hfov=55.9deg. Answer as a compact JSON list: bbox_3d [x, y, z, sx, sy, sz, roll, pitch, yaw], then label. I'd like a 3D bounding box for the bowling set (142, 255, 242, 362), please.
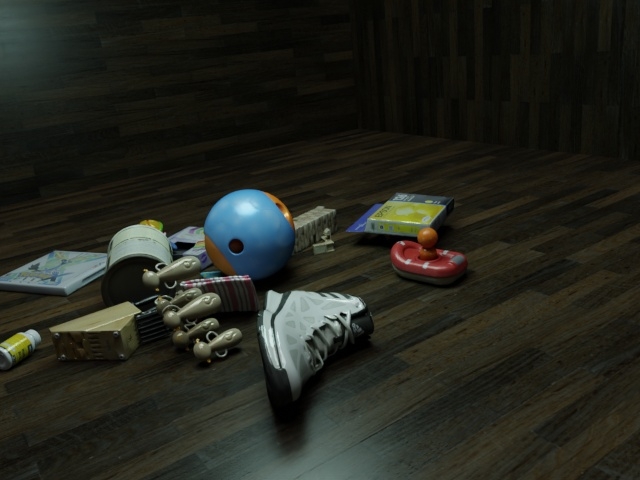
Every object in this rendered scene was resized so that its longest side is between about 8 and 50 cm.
[{"bbox_3d":[-0.344,0.205,1.538,0.154,0.287,0.200,-23,-19,-36],"label":"bowling set"}]

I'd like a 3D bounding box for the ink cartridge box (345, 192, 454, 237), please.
[{"bbox_3d":[0.286,-0.097,2.141,0.307,0.072,0.303,8,25,24],"label":"ink cartridge box"}]

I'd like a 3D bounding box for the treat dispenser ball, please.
[{"bbox_3d":[-0.222,-0.016,1.890,0.288,0.288,0.288,-5,19,2],"label":"treat dispenser ball"}]

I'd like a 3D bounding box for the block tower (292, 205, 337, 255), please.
[{"bbox_3d":[-0.062,-0.033,2.191,0.097,0.090,0.335,8,24,33],"label":"block tower"}]

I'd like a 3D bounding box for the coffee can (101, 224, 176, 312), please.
[{"bbox_3d":[-0.537,0.088,1.796,0.202,0.201,0.275,-10,22,-12],"label":"coffee can"}]

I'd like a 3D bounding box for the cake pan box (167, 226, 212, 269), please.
[{"bbox_3d":[-0.456,0.027,2.171,0.246,0.070,0.267,3,22,30],"label":"cake pan box"}]

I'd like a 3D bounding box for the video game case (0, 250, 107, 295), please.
[{"bbox_3d":[-0.914,0.108,2.119,0.329,0.036,0.300,2,21,22],"label":"video game case"}]

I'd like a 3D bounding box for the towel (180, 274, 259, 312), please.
[{"bbox_3d":[-0.275,0.154,1.659,0.197,0.144,0.029,-6,48,3],"label":"towel"}]

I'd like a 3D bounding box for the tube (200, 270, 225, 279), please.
[{"bbox_3d":[-0.327,0.127,1.888,0.080,0.052,0.207,0,11,-16],"label":"tube"}]

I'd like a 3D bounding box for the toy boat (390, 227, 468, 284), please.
[{"bbox_3d":[0.318,0.034,1.794,0.231,0.151,0.151,10,25,38],"label":"toy boat"}]

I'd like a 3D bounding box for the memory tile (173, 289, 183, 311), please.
[{"bbox_3d":[-0.409,0.179,1.806,0.113,0.012,0.148,-9,19,-10],"label":"memory tile"}]

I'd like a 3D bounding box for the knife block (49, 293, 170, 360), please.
[{"bbox_3d":[-0.533,0.222,1.607,0.276,0.088,0.242,-3,19,9],"label":"knife block"}]

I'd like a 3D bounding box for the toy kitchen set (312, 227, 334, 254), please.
[{"bbox_3d":[0.000,0.000,2.109,0.075,0.068,0.083,-12,20,-16],"label":"toy kitchen set"}]

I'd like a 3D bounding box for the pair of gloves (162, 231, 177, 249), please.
[{"bbox_3d":[-0.581,0.051,2.066,0.198,0.023,0.159,-25,44,3],"label":"pair of gloves"}]

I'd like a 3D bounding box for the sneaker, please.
[{"bbox_3d":[-0.002,0.208,1.367,0.258,0.169,0.447,-8,17,0],"label":"sneaker"}]

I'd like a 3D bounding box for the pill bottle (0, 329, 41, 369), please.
[{"bbox_3d":[-0.782,0.277,1.554,0.065,0.065,0.116,1,21,20],"label":"pill bottle"}]

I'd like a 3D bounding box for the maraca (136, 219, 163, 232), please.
[{"bbox_3d":[-0.677,-0.007,2.298,0.127,0.099,0.185,9,50,41],"label":"maraca"}]

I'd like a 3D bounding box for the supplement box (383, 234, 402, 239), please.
[{"bbox_3d":[0.269,-0.039,2.163,0.083,0.054,0.043,-9,21,-8],"label":"supplement box"}]
